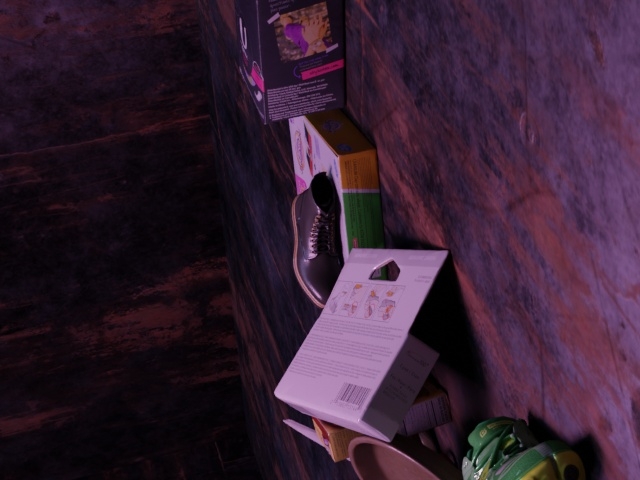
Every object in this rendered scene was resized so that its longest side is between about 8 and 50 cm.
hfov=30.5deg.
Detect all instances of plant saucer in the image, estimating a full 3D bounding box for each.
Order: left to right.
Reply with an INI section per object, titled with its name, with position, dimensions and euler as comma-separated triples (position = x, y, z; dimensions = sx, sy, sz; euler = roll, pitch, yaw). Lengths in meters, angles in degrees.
[plant saucer]
position = 0.155, 0.360, 1.627
dimensions = 0.278, 0.041, 0.278
euler = 36, 156, 19

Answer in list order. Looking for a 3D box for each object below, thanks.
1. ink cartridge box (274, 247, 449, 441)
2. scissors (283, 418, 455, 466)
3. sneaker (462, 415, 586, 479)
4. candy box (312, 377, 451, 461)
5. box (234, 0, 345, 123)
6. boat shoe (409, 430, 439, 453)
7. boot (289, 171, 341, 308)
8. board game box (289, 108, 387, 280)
[ink cartridge box]
position = 0.072, 0.138, 1.673
dimensions = 0.066, 0.261, 0.296
euler = 35, 167, -21
[scissors]
position = 0.075, 0.354, 1.818
dimensions = 0.021, 0.297, 0.109
euler = -42, -42, -60
[sneaker]
position = 0.215, 0.266, 1.365
dimensions = 0.295, 0.109, 0.123
euler = 113, 139, -71
[candy box]
position = 0.089, 0.260, 1.756
dimensions = 0.109, 0.186, 0.053
euler = -141, 36, -70
[box]
position = -0.052, -0.348, 1.871
dimensions = 0.165, 0.143, 0.270
euler = -116, 18, -46
[boat shoe]
position = 0.110, 0.310, 1.874
dimensions = 0.122, 0.120, 0.324
euler = 140, 117, -77
[boot]
position = 0.000, 0.000, 1.870
dimensions = 0.137, 0.077, 0.198
euler = 125, 130, -67
[board game box]
position = 0.023, -0.097, 1.979
dimensions = 0.316, 0.064, 0.242
euler = -123, 23, -59
